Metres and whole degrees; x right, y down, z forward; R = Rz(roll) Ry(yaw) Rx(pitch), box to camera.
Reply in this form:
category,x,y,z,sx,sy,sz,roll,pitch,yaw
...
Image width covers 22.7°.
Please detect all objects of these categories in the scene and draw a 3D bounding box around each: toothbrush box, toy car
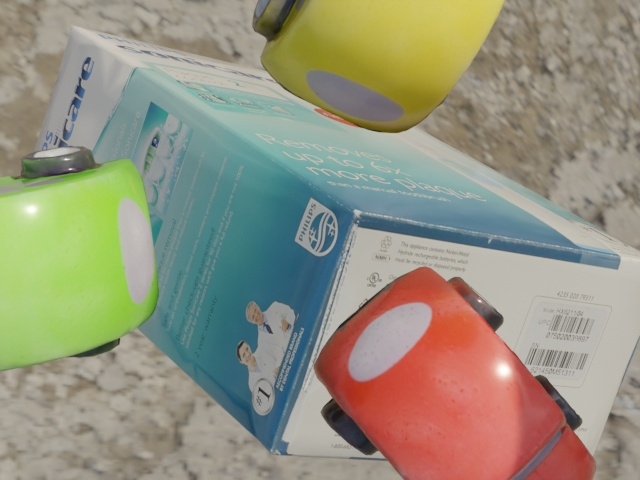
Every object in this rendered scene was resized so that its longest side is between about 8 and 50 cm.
category,x,y,z,sx,sy,sz,roll,pitch,yaw
toothbrush box,0.000,0.000,0.867,0.295,0.216,0.126,34,109,50
toy car,-0.031,0.002,0.458,0.225,0.053,0.239,-9,102,-9
